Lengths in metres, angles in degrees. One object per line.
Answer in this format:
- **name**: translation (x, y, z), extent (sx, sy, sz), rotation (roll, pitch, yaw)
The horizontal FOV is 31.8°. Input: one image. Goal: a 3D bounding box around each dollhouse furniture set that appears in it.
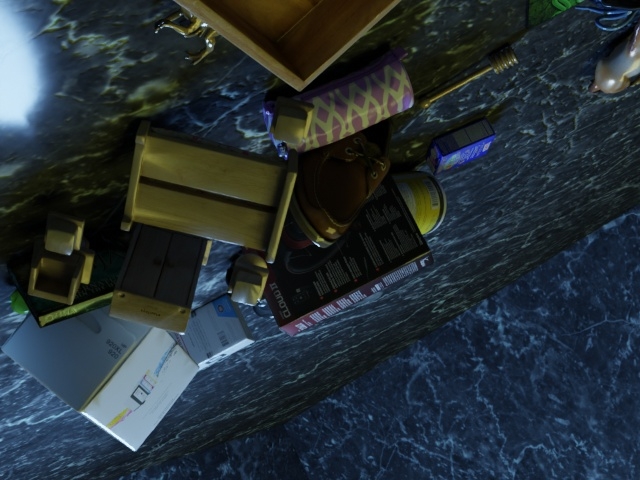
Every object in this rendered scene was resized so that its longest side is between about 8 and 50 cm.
- **dollhouse furniture set**: translation (-0.192, -0.081, 1.433), extent (0.303, 0.174, 0.356), rotation (14, 123, -6)

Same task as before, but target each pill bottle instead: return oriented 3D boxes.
- **pill bottle**: translation (0.115, -0.058, 1.963), extent (0.208, 0.119, 0.119), rotation (-9, 158, -47)

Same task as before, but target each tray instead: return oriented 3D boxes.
- **tray**: translation (-0.032, -0.273, 0.997), extent (0.203, 0.076, 0.411), rotation (-41, 164, 9)

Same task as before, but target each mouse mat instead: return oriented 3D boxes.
- **mouse mat**: translation (0.353, -0.360, 1.548), extent (0.152, 0.007, 0.190), rotation (-27, 166, 3)

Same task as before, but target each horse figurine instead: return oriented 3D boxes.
- **horse figurine**: translation (0.533, -0.316, 1.897), extent (0.174, 0.066, 0.263), rotation (-22, 163, -39)

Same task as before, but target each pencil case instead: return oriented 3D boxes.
- **pencil case**: translation (0.021, -0.180, 1.466), extent (0.206, 0.086, 0.088), rotation (-24, 130, -12)

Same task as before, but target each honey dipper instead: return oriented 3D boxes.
- **honey dipper**: translation (0.219, -0.243, 1.687), extent (0.160, 0.030, 0.030), rotation (-26, 166, 15)

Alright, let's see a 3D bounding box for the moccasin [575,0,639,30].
- **moccasin**: translation (0.382, -0.338, 1.435), extent (0.137, 0.117, 0.342), rotation (-32, 162, 19)

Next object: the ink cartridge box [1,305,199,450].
- **ink cartridge box**: translation (-0.320, 0.176, 1.665), extent (0.168, 0.171, 0.233), rotation (-52, 157, -13)

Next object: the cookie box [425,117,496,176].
- **cookie box**: translation (0.245, -0.164, 1.971), extent (0.107, 0.040, 0.092), rotation (-23, 165, -11)

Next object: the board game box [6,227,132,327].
- **board game box**: translation (-0.327, 0.047, 1.568), extent (0.186, 0.126, 0.026), rotation (-19, 135, -27)

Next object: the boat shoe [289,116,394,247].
- **boat shoe**: translation (0.032, -0.105, 1.510), extent (0.104, 0.111, 0.307), rotation (-32, -158, 24)

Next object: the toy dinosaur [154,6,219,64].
- **toy dinosaur**: translation (-0.106, -0.225, 1.137), extent (0.092, 0.053, 0.183), rotation (-37, 162, 30)

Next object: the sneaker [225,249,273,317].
- **sneaker**: translation (-0.122, 0.068, 2.085), extent (0.124, 0.107, 0.283), rotation (-6, 156, -15)

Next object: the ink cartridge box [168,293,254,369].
- **ink cartridge box**: translation (-0.238, 0.197, 2.268), extent (0.180, 0.104, 0.060), rotation (-27, 167, 7)

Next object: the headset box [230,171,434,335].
- **headset box**: translation (0.000, 0.000, 1.769), extent (0.293, 0.218, 0.110), rotation (-28, 165, 2)

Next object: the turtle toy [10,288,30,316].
- **turtle toy**: translation (-0.410, 0.094, 1.687), extent (0.095, 0.066, 0.130), rotation (-59, 158, 9)
